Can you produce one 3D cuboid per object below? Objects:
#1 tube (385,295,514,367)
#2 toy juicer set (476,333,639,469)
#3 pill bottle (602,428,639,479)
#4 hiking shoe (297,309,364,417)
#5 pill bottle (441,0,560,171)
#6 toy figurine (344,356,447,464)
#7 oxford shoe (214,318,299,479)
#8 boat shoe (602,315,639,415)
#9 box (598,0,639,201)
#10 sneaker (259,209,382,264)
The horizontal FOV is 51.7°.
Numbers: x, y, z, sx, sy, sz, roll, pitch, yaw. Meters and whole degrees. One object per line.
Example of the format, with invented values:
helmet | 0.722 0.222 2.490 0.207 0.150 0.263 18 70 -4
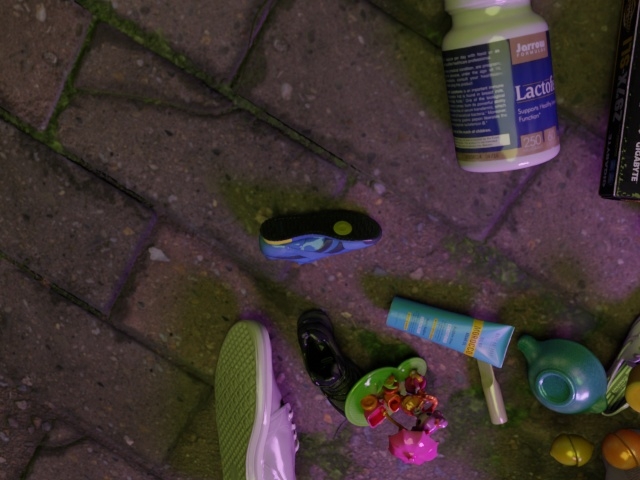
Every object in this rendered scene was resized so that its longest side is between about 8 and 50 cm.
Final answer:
tube | 0.218 0.151 1.131 0.207 0.052 0.080 16 117 12
toy juicer set | 0.404 0.265 1.116 0.329 0.089 0.209 15 113 35
pill bottle | 0.546 0.417 1.086 0.131 0.229 0.131 2 107 8
hiking shoe | 0.016 0.241 1.170 0.086 0.114 0.226 -27 101 16
pill bottle | 0.259 -0.243 0.967 0.153 0.153 0.264 -9 106 11
toy figurine | 0.152 0.300 1.118 0.173 0.159 0.130 -32 128 -11
oxford shoe | -0.107 0.357 1.226 0.130 0.169 0.449 -9 101 -32
boat shoe | 0.537 0.203 1.095 0.083 0.076 0.226 28 110 16
box | 0.555 -0.205 0.940 0.257 0.079 0.321 6 94 5
sneaker | 0.000 0.000 1.134 0.210 0.069 0.082 -3 139 0
